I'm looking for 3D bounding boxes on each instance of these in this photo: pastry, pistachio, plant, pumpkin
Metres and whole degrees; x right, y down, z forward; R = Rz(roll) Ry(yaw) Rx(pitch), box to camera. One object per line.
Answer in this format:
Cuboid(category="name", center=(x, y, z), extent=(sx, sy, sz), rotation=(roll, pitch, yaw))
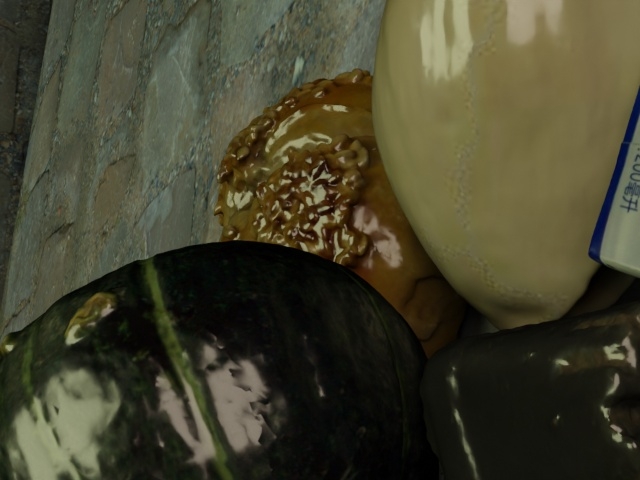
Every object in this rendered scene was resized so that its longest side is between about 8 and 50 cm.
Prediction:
Cuboid(category="pastry", center=(0.000, 0.000, 0.930), extent=(0.284, 0.184, 0.315), rotation=(-48, 38, 46))
Cuboid(category="pistachio", center=(0.141, -0.103, 0.694), extent=(0.226, 0.208, 0.331), rotation=(9, 96, 44))
Cuboid(category="plant", center=(0.148, 0.107, 0.582), extent=(0.256, 0.164, 0.141), rotation=(121, 137, -65))
Cuboid(category="pumpkin", center=(-0.072, 0.147, 0.695), extent=(0.323, 0.323, 0.241), rotation=(-60, 45, 31))

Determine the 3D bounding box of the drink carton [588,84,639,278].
Cuboid(category="drink carton", center=(0.272, -0.009, 0.481), extent=(0.315, 0.107, 0.130), rotation=(28, 105, 63))
